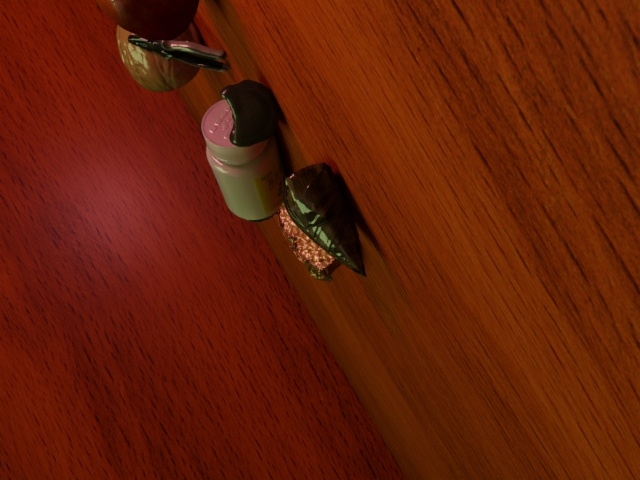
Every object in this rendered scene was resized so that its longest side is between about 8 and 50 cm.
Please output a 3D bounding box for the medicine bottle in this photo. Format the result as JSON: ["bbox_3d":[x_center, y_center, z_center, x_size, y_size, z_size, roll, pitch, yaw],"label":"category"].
[{"bbox_3d":[-0.222,-0.238,2.159,0.214,0.213,0.379,54,169,28],"label":"medicine bottle"}]

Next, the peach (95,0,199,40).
[{"bbox_3d":[-0.445,-0.665,1.818,0.308,0.307,0.332,45,165,56],"label":"peach"}]

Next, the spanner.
[{"bbox_3d":[-0.436,-0.579,2.193,0.324,0.040,0.096,15,156,8],"label":"spanner"}]

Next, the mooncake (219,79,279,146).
[{"bbox_3d":[-0.197,-0.333,1.899,0.168,0.175,0.104,18,-177,-23],"label":"mooncake"}]

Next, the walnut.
[{"bbox_3d":[-0.533,-0.651,2.372,0.251,0.277,0.313,-3,117,36],"label":"walnut"}]

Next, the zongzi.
[{"bbox_3d":[0.015,-0.036,1.806,0.300,0.138,0.286,58,173,-1],"label":"zongzi"}]

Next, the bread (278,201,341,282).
[{"bbox_3d":[-0.004,-0.001,1.962,0.260,0.160,0.147,48,173,37],"label":"bread"}]
